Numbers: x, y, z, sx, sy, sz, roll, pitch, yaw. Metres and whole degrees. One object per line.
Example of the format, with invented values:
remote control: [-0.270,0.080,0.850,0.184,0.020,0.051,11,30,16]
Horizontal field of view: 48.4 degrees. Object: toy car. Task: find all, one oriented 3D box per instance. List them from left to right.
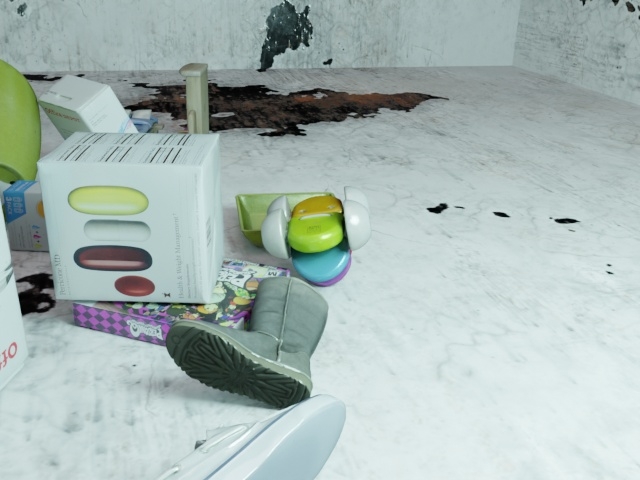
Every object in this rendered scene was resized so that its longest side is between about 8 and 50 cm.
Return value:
toy car: [0.000,0.000,1.085,0.159,0.136,0.182,-7,18,4]

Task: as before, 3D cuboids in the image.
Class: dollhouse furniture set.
dollhouse furniture set: [-0.437,-0.315,1.725,0.304,0.198,0.286,1,22,-1]

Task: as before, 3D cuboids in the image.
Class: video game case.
video game case: [-0.187,0.077,1.002,0.232,0.041,0.210,10,25,18]

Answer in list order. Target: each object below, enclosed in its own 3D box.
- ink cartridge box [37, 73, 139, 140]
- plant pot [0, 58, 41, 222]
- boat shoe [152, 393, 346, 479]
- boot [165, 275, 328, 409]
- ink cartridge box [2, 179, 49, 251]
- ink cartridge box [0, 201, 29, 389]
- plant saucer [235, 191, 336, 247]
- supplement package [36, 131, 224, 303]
ink cartridge box: [-0.456,-0.223,1.464,0.154,0.212,0.093,19,61,36]
plant pot: [-0.633,-0.161,1.312,0.275,0.274,0.293,-10,42,-28]
boat shoe: [-0.079,0.202,0.642,0.084,0.095,0.258,24,29,33]
boot: [-0.077,0.099,0.865,0.190,0.076,0.208,30,30,-12]
ink cartridge box: [-0.417,-0.038,1.178,0.181,0.104,0.061,2,23,2]
ink cartridge box: [-0.431,0.041,0.724,0.129,0.307,0.223,3,23,8]
plant saucer: [-0.054,-0.035,1.279,0.188,0.045,0.188,-2,23,-9]
supplement package: [-0.242,-0.034,0.954,0.203,0.194,0.149,1,23,1]
